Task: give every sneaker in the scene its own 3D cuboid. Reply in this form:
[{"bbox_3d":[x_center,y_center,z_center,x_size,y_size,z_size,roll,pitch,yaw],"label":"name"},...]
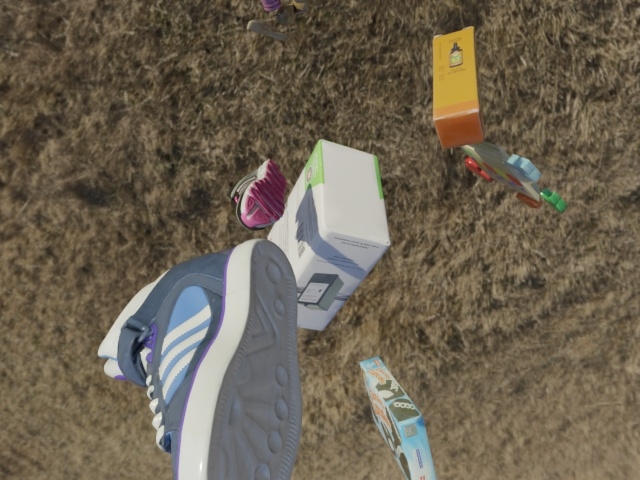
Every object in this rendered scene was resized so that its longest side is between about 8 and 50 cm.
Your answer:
[{"bbox_3d":[-0.148,0.157,0.595,0.236,0.323,0.130,-23,133,27],"label":"sneaker"},{"bbox_3d":[-0.094,-0.053,0.782,0.074,0.170,0.063,-33,112,20],"label":"sneaker"}]

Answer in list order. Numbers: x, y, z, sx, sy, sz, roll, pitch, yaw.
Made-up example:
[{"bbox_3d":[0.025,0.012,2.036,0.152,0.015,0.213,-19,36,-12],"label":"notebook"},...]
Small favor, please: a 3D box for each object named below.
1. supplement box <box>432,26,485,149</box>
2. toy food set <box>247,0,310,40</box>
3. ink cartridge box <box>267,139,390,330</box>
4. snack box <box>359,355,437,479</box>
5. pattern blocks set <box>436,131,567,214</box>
[{"bbox_3d":[0.242,-0.272,0.981,0.078,0.234,0.080,-8,143,22],"label":"supplement box"},{"bbox_3d":[-0.031,-0.269,0.576,0.078,0.019,0.122,-3,125,-48],"label":"toy food set"},{"bbox_3d":[0.000,0.000,0.959,0.114,0.198,0.273,13,139,-19],"label":"ink cartridge box"},{"bbox_3d":[0.180,0.430,1.339,0.060,0.322,0.187,-16,104,-8],"label":"snack box"},{"bbox_3d":[0.354,-0.154,1.122,0.285,0.325,0.026,34,99,-39],"label":"pattern blocks set"}]
